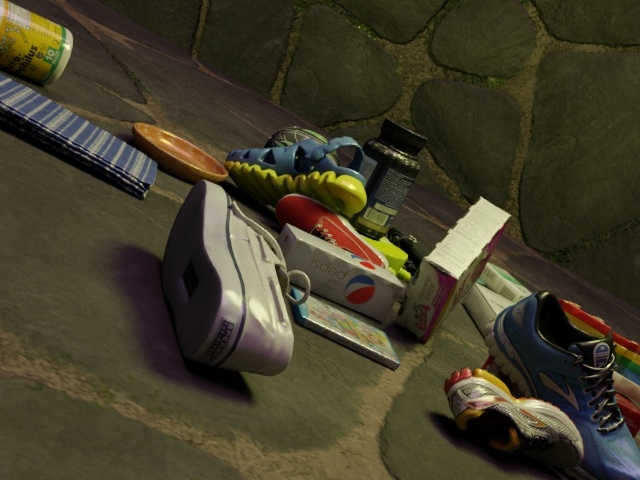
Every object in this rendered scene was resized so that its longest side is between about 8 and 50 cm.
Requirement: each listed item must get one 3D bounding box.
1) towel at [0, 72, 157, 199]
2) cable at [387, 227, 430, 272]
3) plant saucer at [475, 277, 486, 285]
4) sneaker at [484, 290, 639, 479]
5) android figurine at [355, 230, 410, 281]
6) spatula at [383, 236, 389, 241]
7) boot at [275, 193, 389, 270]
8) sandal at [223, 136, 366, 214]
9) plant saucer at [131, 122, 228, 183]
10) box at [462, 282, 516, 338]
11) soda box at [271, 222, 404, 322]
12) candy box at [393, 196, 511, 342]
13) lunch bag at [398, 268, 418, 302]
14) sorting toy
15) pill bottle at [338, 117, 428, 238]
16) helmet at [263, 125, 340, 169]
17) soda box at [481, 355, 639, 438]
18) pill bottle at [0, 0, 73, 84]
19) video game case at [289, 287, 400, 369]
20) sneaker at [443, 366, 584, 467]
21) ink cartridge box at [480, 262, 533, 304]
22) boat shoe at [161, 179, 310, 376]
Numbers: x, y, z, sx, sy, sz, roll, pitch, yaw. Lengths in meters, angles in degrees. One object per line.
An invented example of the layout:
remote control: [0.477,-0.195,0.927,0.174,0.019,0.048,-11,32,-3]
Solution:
towel: [-0.422,-0.178,1.645,0.336,0.040,0.243,30,10,-13]
cable: [0.204,0.052,2.115,0.184,0.047,0.150,47,-10,-12]
plant saucer: [0.342,0.081,2.434,0.119,0.021,0.119,28,12,-6]
sneaker: [0.375,0.216,1.472,0.129,0.147,0.330,-12,60,-43]
android figurine: [0.064,0.000,2.011,0.273,0.056,0.248,36,13,29]
spatula: [0.058,-0.060,2.343,0.168,0.019,0.242,15,19,-50]
boot: [0.000,0.000,1.793,0.244,0.088,0.176,37,14,15]
sandal: [-0.038,-0.138,1.946,0.317,0.138,0.126,10,-27,26]
plant saucer: [-0.269,-0.158,1.908,0.200,0.037,0.200,29,11,-6]
box: [0.426,0.205,2.032,0.232,0.058,0.322,27,14,-12]
soda box: [0.025,0.054,1.642,0.216,0.074,0.069,25,13,-25]
candy box: [0.229,0.048,1.737,0.071,0.159,0.233,33,42,15]
lunch bag: [0.193,0.105,1.852,0.053,0.071,0.083,27,10,-34]
sorting toy: [0.494,0.190,1.810,0.257,0.089,0.255,31,2,6]
pill bottle: [0.120,-0.124,1.994,0.122,0.219,0.123,27,10,-5]
helmet: [-0.040,-0.162,2.181,0.169,0.169,0.161,36,-4,25]
soda box: [0.394,0.255,1.654,0.263,0.092,0.083,27,10,-13]
pill bottle: [-0.579,-0.380,1.880,0.208,0.118,0.117,22,14,-36]
video game case: [0.034,0.129,1.495,0.166,0.015,0.119,27,12,-15]
sneaker: [0.264,0.263,1.378,0.225,0.088,0.093,27,33,-17]
ink cartridge box: [0.521,0.145,2.536,0.224,0.056,0.181,21,15,-31]
boat shoe: [-0.092,0.048,1.237,0.156,0.136,0.367,25,16,-23]
